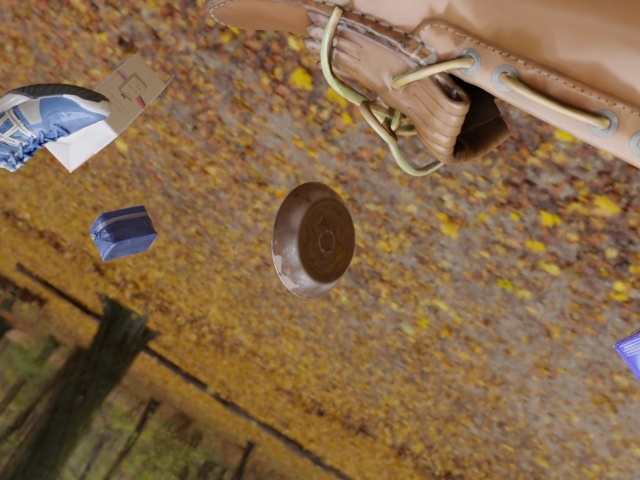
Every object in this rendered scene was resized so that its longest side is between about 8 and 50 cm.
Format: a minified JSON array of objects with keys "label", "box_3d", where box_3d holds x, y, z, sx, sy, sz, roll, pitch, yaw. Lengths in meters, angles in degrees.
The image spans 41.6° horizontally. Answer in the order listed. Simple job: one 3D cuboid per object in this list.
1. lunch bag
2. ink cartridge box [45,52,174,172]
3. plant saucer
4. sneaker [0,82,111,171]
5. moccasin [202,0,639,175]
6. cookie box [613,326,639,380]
[{"label":"lunch bag","box_3d":[-0.314,-0.015,1.323,0.067,0.098,0.065,-43,69,44]},{"label":"ink cartridge box","box_3d":[-0.301,-0.194,1.213,0.115,0.198,0.067,-29,110,33]},{"label":"plant saucer","box_3d":[0.000,0.000,1.415,0.036,0.199,0.198,2,146,42]},{"label":"sneaker","box_3d":[-0.326,-0.119,0.928,0.211,0.081,0.080,-10,171,13]},{"label":"moccasin","box_3d":[0.090,-0.099,0.493,0.379,0.147,0.139,20,-167,19]},{"label":"cookie box","box_3d":[0.230,0.089,0.487,0.107,0.040,0.092,57,172,12]}]
